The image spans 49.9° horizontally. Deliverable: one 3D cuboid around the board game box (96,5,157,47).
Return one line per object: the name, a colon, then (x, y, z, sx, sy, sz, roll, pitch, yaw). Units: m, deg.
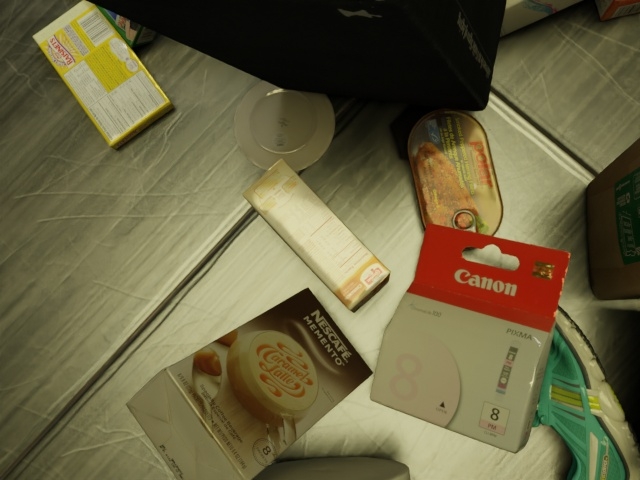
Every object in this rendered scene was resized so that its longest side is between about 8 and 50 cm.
board game box: (-0.239, -0.436, 0.869, 0.213, 0.317, 0.046, 51, 44, 5)

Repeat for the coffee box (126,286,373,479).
coffee box: (-0.070, 0.167, 0.781, 0.141, 0.247, 0.098, 52, 127, 8)

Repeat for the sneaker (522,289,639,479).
sneaker: (0.290, 0.178, 0.830, 0.110, 0.107, 0.275, -25, 79, 12)

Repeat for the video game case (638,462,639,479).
video game case: (0.420, 0.174, 0.793, 0.023, 0.184, 0.201, 1, 80, 47)

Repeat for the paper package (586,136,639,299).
paper package: (0.476, -0.034, 0.730, 0.310, 0.325, 0.168, -6, 81, 5)

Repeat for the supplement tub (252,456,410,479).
supplement tub: (0.014, 0.414, 0.750, 0.229, 0.228, 0.315, -4, 82, 4)

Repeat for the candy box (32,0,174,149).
candy box: (-0.306, -0.238, 0.969, 0.105, 0.027, 0.205, -37, 81, 1)

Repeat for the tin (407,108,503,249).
tin: (0.176, -0.079, 0.905, 0.106, 0.040, 0.189, -11, 82, 7)

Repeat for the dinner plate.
dinner plate: (-0.051, -0.163, 0.945, 0.141, 0.017, 0.141, -1, 83, 5)

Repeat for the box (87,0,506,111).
box: (0.034, -0.403, 0.658, 0.298, 0.480, 0.471, 9, 94, 20)

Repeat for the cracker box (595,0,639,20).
cracker box: (0.429, -0.428, 0.917, 0.156, 0.067, 0.232, -12, 82, 3)

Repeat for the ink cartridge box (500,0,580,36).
ink cartridge box: (0.264, -0.368, 0.878, 0.213, 0.093, 0.154, -21, 79, 24)

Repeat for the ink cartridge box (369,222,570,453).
ink cartridge box: (0.174, 0.108, 0.819, 0.189, 0.066, 0.232, 14, 97, 31)

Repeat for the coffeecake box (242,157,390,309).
coffeecake box: (0.000, 0.000, 0.853, 0.068, 0.142, 0.185, -43, 82, -2)
